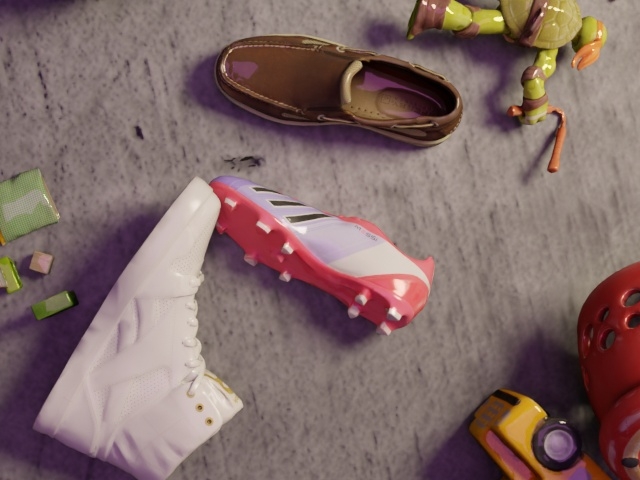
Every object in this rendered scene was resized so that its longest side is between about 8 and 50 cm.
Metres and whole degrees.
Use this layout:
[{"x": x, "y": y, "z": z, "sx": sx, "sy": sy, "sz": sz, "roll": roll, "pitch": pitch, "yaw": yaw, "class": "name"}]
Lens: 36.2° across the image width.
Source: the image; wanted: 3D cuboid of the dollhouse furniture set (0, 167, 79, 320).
[{"x": -0.292, "y": 0.004, "z": 0.969, "sx": 0.076, "sy": 0.058, "sz": 0.152, "roll": -23, "pitch": 89, "yaw": -5, "class": "dollhouse furniture set"}]

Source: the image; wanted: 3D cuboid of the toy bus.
[{"x": 0.271, "y": 0.302, "z": 0.973, "sx": 0.130, "sy": 0.108, "sz": 0.333, "roll": -45, "pitch": 91, "yaw": -3, "class": "toy bus"}]

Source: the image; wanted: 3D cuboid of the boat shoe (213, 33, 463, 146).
[{"x": 0.021, "y": -0.161, "z": 0.983, "sx": 0.257, "sy": 0.095, "sz": 0.095, "roll": 9, "pitch": 86, "yaw": -4, "class": "boat shoe"}]

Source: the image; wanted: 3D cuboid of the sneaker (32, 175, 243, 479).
[{"x": -0.136, "y": 0.097, "z": 0.960, "sx": 0.169, "sy": 0.108, "sz": 0.293, "roll": 30, "pitch": 95, "yaw": -4, "class": "sneaker"}]

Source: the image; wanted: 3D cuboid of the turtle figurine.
[{"x": 0.203, "y": -0.219, "z": 1.003, "sx": 0.217, "sy": 0.087, "sz": 0.270, "roll": 15, "pitch": 86, "yaw": -3, "class": "turtle figurine"}]

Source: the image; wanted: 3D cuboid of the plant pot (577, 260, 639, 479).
[{"x": 0.342, "y": 0.138, "z": 0.917, "sx": 0.191, "sy": 0.191, "sz": 0.174, "roll": 15, "pitch": 43, "yaw": -3, "class": "plant pot"}]

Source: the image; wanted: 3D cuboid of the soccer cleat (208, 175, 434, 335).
[{"x": 0.000, "y": 0.000, "z": 0.992, "sx": 0.248, "sy": 0.083, "sz": 0.095, "roll": 32, "pitch": 56, "yaw": 3, "class": "soccer cleat"}]
